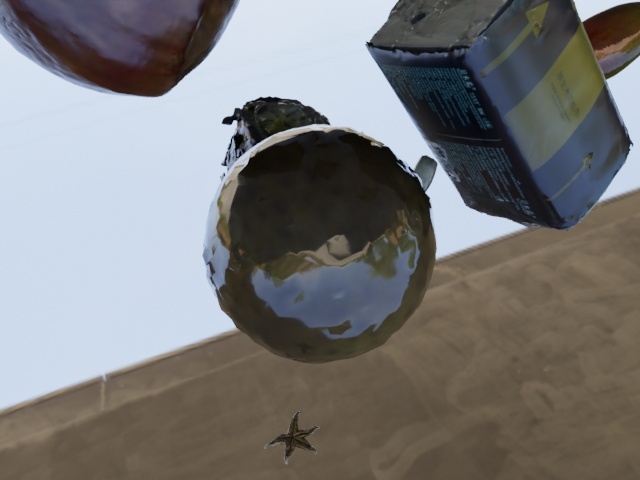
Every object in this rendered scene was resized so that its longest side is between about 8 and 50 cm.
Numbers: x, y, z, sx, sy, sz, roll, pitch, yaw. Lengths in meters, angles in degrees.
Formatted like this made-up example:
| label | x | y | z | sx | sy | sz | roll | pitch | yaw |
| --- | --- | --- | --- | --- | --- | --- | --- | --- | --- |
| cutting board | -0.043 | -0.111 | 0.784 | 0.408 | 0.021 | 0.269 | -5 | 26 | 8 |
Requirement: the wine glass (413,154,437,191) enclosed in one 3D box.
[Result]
| label | x | y | z | sx | sy | sz | roll | pitch | yaw |
| --- | --- | --- | --- | --- | --- | --- | --- | --- | --- |
| wine glass | 0.239 | -0.119 | 1.699 | 0.066 | 0.066 | 0.198 | 14 | -113 | 30 |

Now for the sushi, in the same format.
| label | x | y | z | sx | sy | sz | roll | pitch | yaw |
| --- | --- | --- | --- | --- | --- | --- | --- | --- | --- |
| sushi | -0.114 | -0.207 | 1.839 | 0.281 | 0.294 | 0.299 | -22 | -117 | -31 |

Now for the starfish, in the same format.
| label | x | y | z | sx | sy | sz | roll | pitch | yaw |
| --- | --- | --- | --- | --- | --- | --- | --- | --- | --- |
| starfish | -0.044 | 0.310 | 1.075 | 0.086 | 0.016 | 0.092 | 0 | -134 | 9 |

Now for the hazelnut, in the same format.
| label | x | y | z | sx | sy | sz | roll | pitch | yaw |
| --- | --- | --- | --- | --- | --- | --- | --- | --- | --- |
| hazelnut | -0.309 | -0.425 | 1.011 | 0.420 | 0.421 | 0.353 | -10 | -127 | -9 |

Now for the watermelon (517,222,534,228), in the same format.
| label | x | y | z | sx | sy | sz | roll | pitch | yaw |
| --- | --- | --- | --- | --- | --- | --- | --- | --- | --- |
| watermelon | 0.490 | -0.075 | 1.600 | 0.092 | 0.085 | 0.072 | 21 | -175 | -17 |

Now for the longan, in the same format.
| label | x | y | z | sx | sy | sz | roll | pitch | yaw |
| --- | --- | --- | --- | --- | --- | --- | --- | --- | --- |
| longan | 0.000 | 0.000 | 1.117 | 0.391 | 0.391 | 0.391 | -4 | -150 | 2 |

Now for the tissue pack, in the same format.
| label | x | y | z | sx | sy | sz | roll | pitch | yaw |
| --- | --- | --- | --- | --- | --- | --- | --- | --- | --- |
| tissue pack | 0.302 | -0.244 | 1.139 | 0.253 | 0.416 | 0.264 | -52 | -145 | -13 |

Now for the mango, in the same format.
| label | x | y | z | sx | sy | sz | roll | pitch | yaw |
| --- | --- | --- | --- | --- | --- | --- | --- | --- | --- |
| mango | 0.662 | -0.456 | 1.557 | 0.289 | 0.146 | 0.129 | -33 | -174 | 9 |
